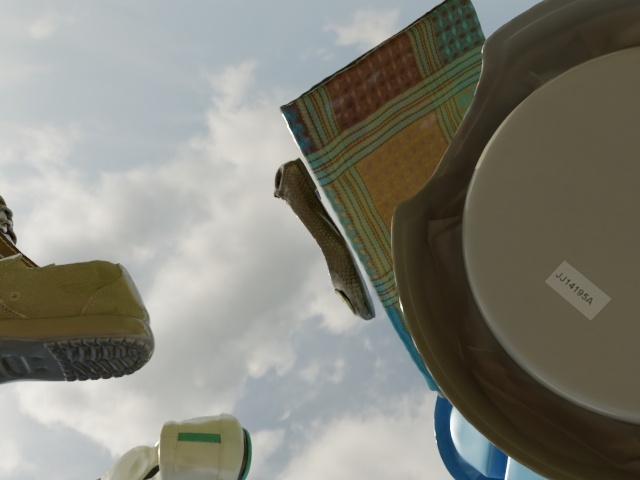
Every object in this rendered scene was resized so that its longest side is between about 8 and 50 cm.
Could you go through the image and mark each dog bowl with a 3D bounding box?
[{"bbox_3d":[0.228,-0.003,0.473,0.349,0.348,0.102,29,-175,26],"label":"dog bowl"},{"bbox_3d":[0.263,0.273,0.911,0.074,0.166,0.297,3,-172,-26],"label":"dog bowl"}]

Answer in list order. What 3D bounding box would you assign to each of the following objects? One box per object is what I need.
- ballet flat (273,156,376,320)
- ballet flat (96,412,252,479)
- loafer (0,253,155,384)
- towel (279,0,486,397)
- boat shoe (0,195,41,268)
[{"bbox_3d":[0.000,0.000,0.893,0.058,0.084,0.250,-27,-111,-1],"label":"ballet flat"},{"bbox_3d":[-0.236,0.333,0.898,0.139,0.400,0.139,25,-140,-23],"label":"ballet flat"},{"bbox_3d":[-0.270,0.064,0.554,0.269,0.102,0.092,2,-131,-12],"label":"loafer"},{"bbox_3d":[0.143,-0.045,0.753,0.271,0.370,0.040,-38,-158,-24],"label":"towel"},{"bbox_3d":[-0.392,-0.015,0.750,0.324,0.123,0.116,33,-129,2],"label":"boat shoe"}]
